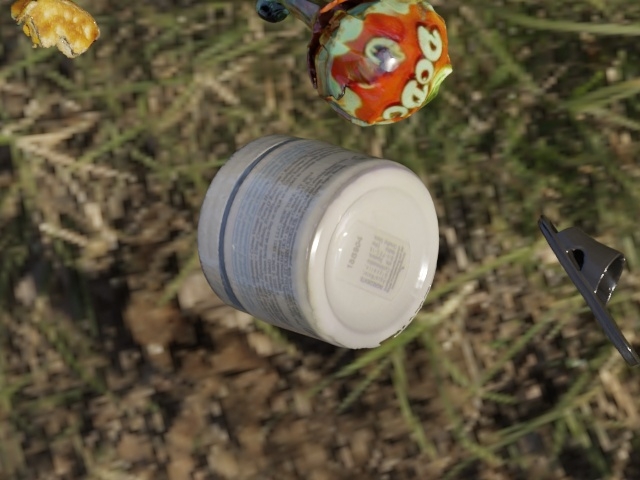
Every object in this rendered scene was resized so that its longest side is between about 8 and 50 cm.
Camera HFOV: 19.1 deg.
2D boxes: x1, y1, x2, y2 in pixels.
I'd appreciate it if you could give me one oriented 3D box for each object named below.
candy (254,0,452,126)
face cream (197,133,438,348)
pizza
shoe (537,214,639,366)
[{"bbox_3d":[-0.031,-0.157,1.171,0.287,0.084,0.078,38,126,37],"label":"candy"},{"bbox_3d":[0.000,0.000,1.741,0.153,0.177,0.177,18,109,45],"label":"face cream"},{"bbox_3d":[-0.163,-0.131,1.159,0.016,0.083,0.037,-9,83,30],"label":"pizza"},{"bbox_3d":[0.251,0.036,1.676,0.053,0.062,0.159,-33,68,13],"label":"shoe"}]
